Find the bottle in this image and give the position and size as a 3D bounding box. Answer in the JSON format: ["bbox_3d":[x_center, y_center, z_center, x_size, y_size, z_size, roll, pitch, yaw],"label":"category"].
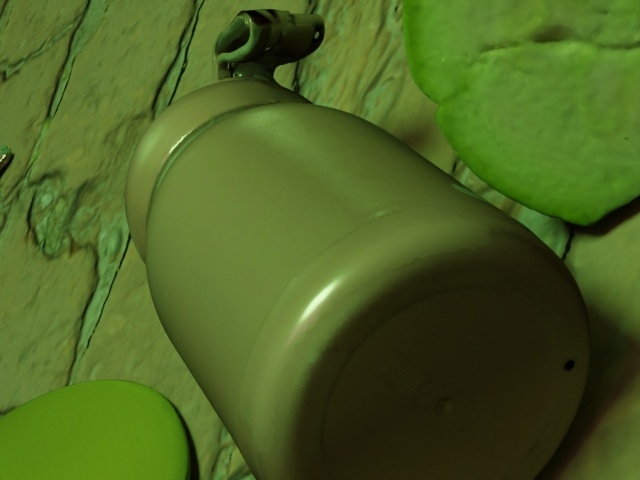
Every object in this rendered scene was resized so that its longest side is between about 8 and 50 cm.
[{"bbox_3d":[0.000,0.000,0.672,0.297,0.173,0.206,-134,49,-57],"label":"bottle"}]

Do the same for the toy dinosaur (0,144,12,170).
[{"bbox_3d":[-0.428,-0.026,1.330,0.242,0.053,0.167,-51,42,-2],"label":"toy dinosaur"}]

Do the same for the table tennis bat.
[{"bbox_3d":[-0.168,0.216,0.786,0.224,0.054,0.368,-30,34,0],"label":"table tennis bat"}]

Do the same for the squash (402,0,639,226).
[{"bbox_3d":[0.168,-0.194,0.711,0.234,0.210,0.309,-38,12,30],"label":"squash"}]
